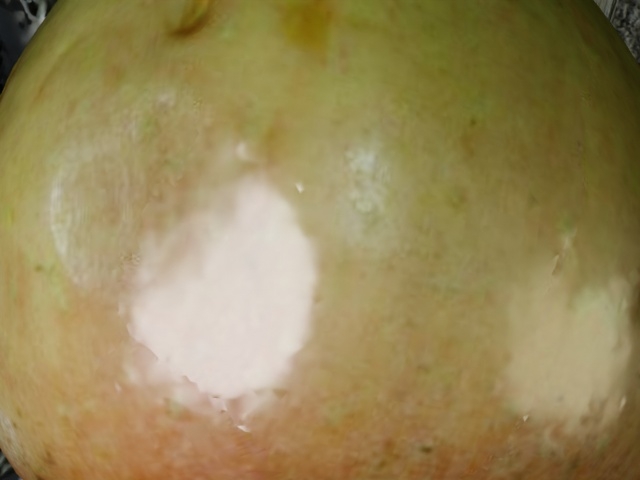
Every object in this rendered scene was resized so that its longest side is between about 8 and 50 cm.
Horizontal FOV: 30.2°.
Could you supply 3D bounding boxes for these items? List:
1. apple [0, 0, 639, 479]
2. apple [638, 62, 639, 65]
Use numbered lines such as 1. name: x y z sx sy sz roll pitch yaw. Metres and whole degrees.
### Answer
1. apple: 0.000 0.000 0.557 0.338 0.339 0.305 64 26 -67
2. apple: 0.350 -0.040 1.408 0.364 0.364 0.364 17 90 -74
